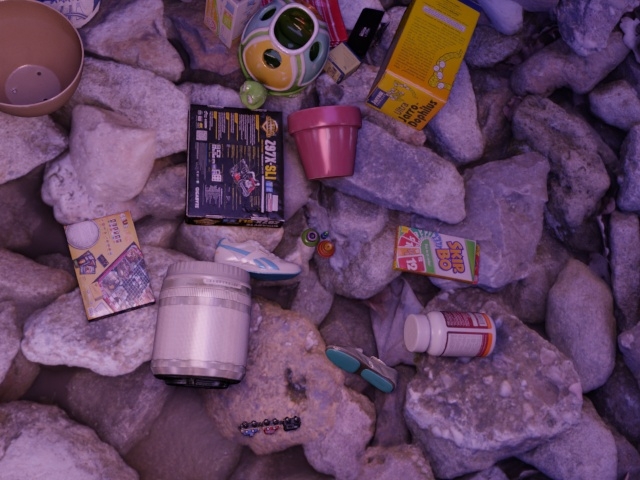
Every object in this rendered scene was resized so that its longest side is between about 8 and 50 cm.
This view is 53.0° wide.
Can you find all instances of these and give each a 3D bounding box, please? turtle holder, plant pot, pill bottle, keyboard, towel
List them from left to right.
[{"bbox_3d":[-0.726,-0.419,1.585,0.284,0.191,0.284,4,74,-14],"label":"plant pot"},{"bbox_3d":[-0.120,-0.515,1.732,0.320,0.227,0.243,-30,94,-14],"label":"turtle holder"},{"bbox_3d":[-0.065,-0.663,1.910,0.275,0.031,0.199,-8,76,-16],"label":"towel"},{"bbox_3d":[0.018,-0.259,1.743,0.201,0.201,0.180,-7,92,-16],"label":"plant pot"},{"bbox_3d":[0.145,-0.623,1.959,0.100,0.038,0.192,18,70,16],"label":"keyboard"},{"bbox_3d":[0.343,0.249,1.711,0.221,0.121,0.121,4,74,-13],"label":"pill bottle"}]

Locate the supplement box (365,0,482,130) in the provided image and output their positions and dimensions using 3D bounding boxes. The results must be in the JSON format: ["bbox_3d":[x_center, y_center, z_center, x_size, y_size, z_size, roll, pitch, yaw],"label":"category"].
[{"bbox_3d":[0.302,-0.542,1.884,0.195,0.194,0.356,25,71,-6],"label":"supplement box"}]

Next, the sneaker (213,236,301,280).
[{"bbox_3d":[-0.159,0.049,1.657,0.229,0.087,0.092,10,70,-14],"label":"sneaker"}]

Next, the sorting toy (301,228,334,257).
[{"bbox_3d":[0.000,0.000,1.734,0.102,0.042,0.061,37,69,-2],"label":"sorting toy"}]

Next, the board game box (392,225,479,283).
[{"bbox_3d":[0.335,0.043,1.815,0.259,0.039,0.124,11,73,-14],"label":"board game box"}]

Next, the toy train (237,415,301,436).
[{"bbox_3d":[-0.125,0.459,1.582,0.158,0.027,0.036,-2,86,-15],"label":"toy train"}]

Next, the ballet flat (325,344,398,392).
[{"bbox_3d":[0.109,0.320,1.669,0.213,0.072,0.068,32,42,-5],"label":"ballet flat"}]

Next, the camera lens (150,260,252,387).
[{"bbox_3d":[-0.276,0.204,1.510,0.219,0.219,0.274,7,73,-12],"label":"camera lens"}]

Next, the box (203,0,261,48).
[{"bbox_3d":[-0.241,-0.646,1.767,0.114,0.203,0.103,46,68,3],"label":"box"}]

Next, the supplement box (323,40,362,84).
[{"bbox_3d":[0.060,-0.522,1.888,0.083,0.056,0.083,-42,88,-21],"label":"supplement box"}]

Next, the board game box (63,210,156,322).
[{"bbox_3d":[-0.519,0.062,1.582,0.165,0.042,0.243,-15,79,-18],"label":"board game box"}]

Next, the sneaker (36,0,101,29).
[{"bbox_3d":[-0.703,-0.612,1.678,0.296,0.131,0.112,-41,86,-22],"label":"sneaker"}]

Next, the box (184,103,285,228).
[{"bbox_3d":[-0.228,-0.198,1.713,0.257,0.079,0.322,2,74,-16],"label":"box"}]
